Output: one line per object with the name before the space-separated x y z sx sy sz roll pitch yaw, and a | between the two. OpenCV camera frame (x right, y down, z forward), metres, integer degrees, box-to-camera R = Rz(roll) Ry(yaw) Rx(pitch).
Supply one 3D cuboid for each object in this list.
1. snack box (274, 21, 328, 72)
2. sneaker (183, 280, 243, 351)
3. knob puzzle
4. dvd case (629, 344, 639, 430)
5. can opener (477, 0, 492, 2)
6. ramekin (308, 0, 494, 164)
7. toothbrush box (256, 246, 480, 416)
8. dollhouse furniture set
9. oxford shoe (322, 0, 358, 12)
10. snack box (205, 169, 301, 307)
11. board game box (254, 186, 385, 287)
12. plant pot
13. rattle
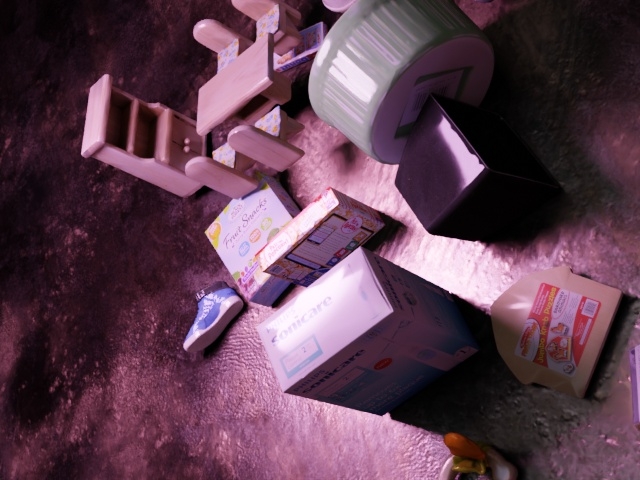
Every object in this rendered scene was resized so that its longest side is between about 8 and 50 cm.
snack box | -0.061 -0.390 1.972 0.178 0.022 0.064 -16 64 34
sneaker | -0.228 0.146 1.900 0.152 0.058 0.084 -48 58 11
knob puzzle | 0.350 0.131 1.470 0.213 0.030 0.213 -13 69 35
dvd case | 0.518 0.159 1.272 0.221 0.018 0.164 -29 20 29
can opener | 0.207 -0.511 1.721 0.280 0.074 0.093 29 50 26
ramekin | 0.145 -0.271 1.598 0.303 0.303 0.148 -49 59 15
toothbrush box | 0.080 0.152 1.495 0.216 0.295 0.126 -38 56 18
dollhouse furniture set | -0.250 -0.276 1.877 0.394 0.256 0.362 -30 49 39
oxford shoe | 0.037 -0.679 1.924 0.169 0.130 0.449 -11 68 37
snack box | -0.112 -0.004 1.853 0.174 0.070 0.207 -49 50 15
board game box | 0.000 0.000 1.714 0.193 0.147 0.045 -41 54 20
plant pot | 0.234 -0.102 1.552 0.167 0.187 0.188 -54 49 28
rattle | 0.200 0.397 1.434 0.130 0.143 0.199 37 93 21
